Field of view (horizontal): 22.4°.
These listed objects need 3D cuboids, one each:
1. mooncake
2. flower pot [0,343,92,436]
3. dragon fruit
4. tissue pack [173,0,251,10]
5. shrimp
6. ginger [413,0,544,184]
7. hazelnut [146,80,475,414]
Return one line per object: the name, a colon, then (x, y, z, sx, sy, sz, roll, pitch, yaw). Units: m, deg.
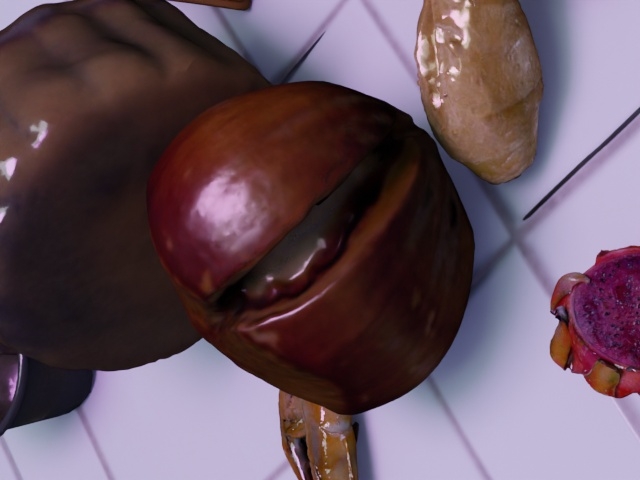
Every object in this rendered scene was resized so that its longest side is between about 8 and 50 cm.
mooncake: (-0.165, -0.045, 1.254, 0.161, 0.290, 0.290, 43, 119, 41)
flower pot: (-0.281, 0.108, 1.494, 0.157, 0.107, 0.157, -3, 86, 43)
dragon fruit: (0.210, 0.060, 1.033, 0.126, 0.068, 0.112, 1, 48, 12)
tissue pack: (-0.151, -0.339, 1.334, 0.194, 0.145, 0.274, 15, 102, 41)
shrimp: (-0.005, 0.173, 1.268, 0.095, 0.045, 0.162, -18, 80, 43)
ginger: (0.114, -0.260, 1.047, 0.348, 0.122, 0.363, 49, 136, 4)
hazelnut: (0.000, 0.000, 1.135, 0.217, 0.217, 0.251, -20, 120, 43)
